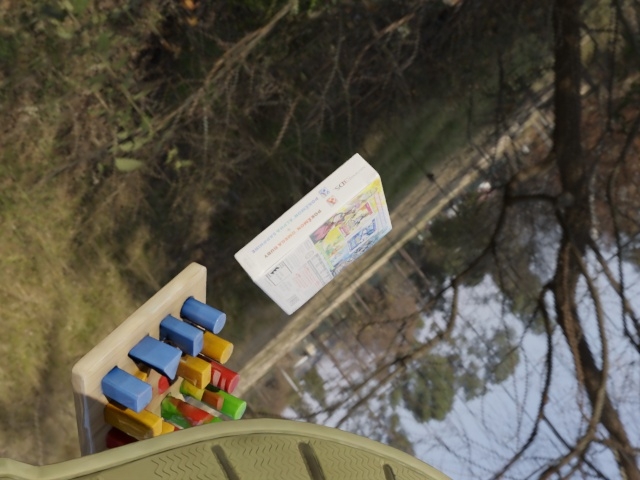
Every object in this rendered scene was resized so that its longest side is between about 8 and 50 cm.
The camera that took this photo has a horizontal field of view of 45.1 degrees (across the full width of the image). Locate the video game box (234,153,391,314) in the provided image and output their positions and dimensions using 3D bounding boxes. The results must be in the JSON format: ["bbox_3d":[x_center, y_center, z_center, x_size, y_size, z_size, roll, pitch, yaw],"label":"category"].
[{"bbox_3d":[0.000,0.000,0.958,0.187,0.048,0.205,-38,161,-3],"label":"video game box"}]

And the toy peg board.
[{"bbox_3d":[-0.128,0.134,0.678,0.161,0.079,0.161,-47,154,-47],"label":"toy peg board"}]

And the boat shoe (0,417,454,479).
[{"bbox_3d":[-0.067,0.150,0.321,0.302,0.113,0.103,5,125,-19],"label":"boat shoe"}]
